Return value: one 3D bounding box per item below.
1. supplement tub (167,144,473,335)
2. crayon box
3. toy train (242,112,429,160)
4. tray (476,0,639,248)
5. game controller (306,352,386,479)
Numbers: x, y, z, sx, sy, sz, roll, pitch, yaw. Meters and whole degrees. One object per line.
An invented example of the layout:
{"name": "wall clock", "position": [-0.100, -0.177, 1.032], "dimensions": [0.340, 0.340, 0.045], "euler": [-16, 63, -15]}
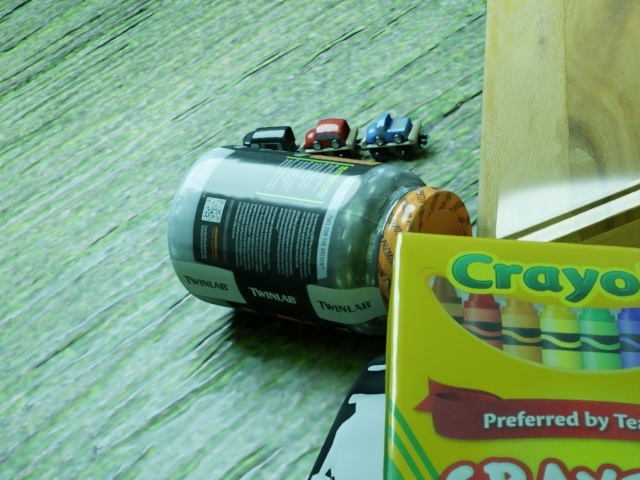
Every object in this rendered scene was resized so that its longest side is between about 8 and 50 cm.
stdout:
{"name": "supplement tub", "position": [0.000, 0.000, 0.997], "dimensions": [0.190, 0.117, 0.117], "euler": [10, 46, 35]}
{"name": "crayon box", "position": [0.132, 0.102, 0.757], "dimensions": [0.202, 0.081, 0.318], "euler": [3, 44, 0]}
{"name": "toy train", "position": [0.010, -0.081, 1.164], "dimensions": [0.158, 0.036, 0.027], "euler": [-2, 40, 23]}
{"name": "tray", "position": [0.218, -0.126, 1.046], "dimensions": [0.203, 0.076, 0.411], "euler": [-23, 33, 25]}
{"name": "game controller", "position": [0.048, 0.174, 0.811], "dimensions": [0.166, 0.067, 0.319], "euler": [-13, 34, 36]}
